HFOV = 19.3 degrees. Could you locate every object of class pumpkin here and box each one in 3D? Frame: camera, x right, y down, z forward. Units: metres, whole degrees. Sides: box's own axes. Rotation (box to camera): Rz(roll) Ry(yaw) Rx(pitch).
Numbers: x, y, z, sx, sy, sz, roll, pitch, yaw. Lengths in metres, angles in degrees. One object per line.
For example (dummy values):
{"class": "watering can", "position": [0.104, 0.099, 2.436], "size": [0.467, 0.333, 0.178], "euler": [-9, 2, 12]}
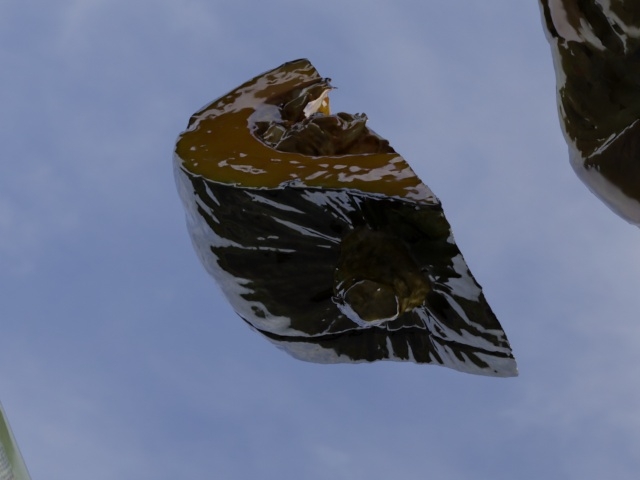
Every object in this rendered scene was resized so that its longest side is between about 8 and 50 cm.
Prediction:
{"class": "pumpkin", "position": [-0.001, 0.003, 1.099], "size": [0.126, 0.131, 0.248], "euler": [-24, -150, -13]}

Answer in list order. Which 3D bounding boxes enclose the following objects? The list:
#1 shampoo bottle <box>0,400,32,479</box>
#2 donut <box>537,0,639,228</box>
{"class": "shampoo bottle", "position": [-0.164, 0.148, 0.889], "size": [0.079, 0.079, 0.162], "euler": [-13, -73, 21]}
{"class": "donut", "position": [0.307, -0.165, 1.294], "size": [0.360, 0.170, 0.360], "euler": [13, -68, 34]}
